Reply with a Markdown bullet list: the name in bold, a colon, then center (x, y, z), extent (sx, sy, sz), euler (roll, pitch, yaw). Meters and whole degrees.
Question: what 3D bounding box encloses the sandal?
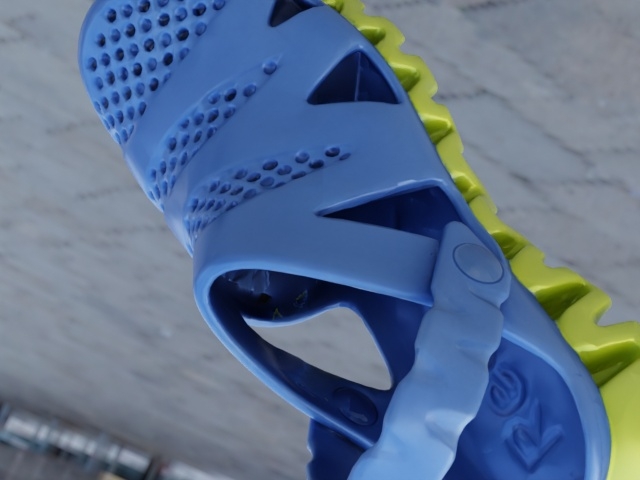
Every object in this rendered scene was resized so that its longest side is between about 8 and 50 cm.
- **sandal**: center (0.000, 0.000, 0.699), extent (0.138, 0.126, 0.317), euler (-14, -129, -48)
